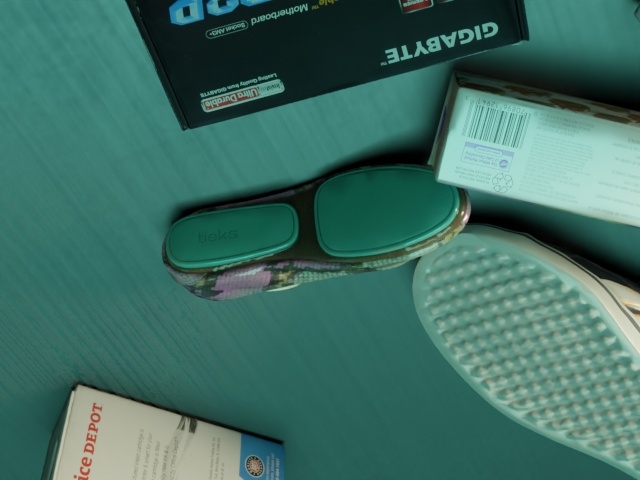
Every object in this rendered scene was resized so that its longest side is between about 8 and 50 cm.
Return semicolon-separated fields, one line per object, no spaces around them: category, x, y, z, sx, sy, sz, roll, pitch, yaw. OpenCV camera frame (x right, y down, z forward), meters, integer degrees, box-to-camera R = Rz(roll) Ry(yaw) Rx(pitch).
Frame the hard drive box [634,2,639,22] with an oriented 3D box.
hard drive box;0.283;-0.159;0.532;0.089;0.181;0.232;8;130;-21

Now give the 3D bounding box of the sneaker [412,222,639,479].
sneaker;0.215;0.089;0.788;0.321;0.127;0.126;36;117;2

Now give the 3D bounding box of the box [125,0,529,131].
box;-0.005;-0.170;0.602;0.220;0.051;0.175;-13;128;8

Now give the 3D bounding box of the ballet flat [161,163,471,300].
ballet flat;0.000;0.000;0.737;0.221;0.077;0.079;-12;150;15

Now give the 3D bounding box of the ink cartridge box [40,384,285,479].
ink cartridge box;-0.130;0.215;0.857;0.191;0.139;0.082;19;128;-16

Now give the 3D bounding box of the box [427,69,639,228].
box;0.232;-0.039;0.672;0.324;0.063;0.067;12;110;-1
